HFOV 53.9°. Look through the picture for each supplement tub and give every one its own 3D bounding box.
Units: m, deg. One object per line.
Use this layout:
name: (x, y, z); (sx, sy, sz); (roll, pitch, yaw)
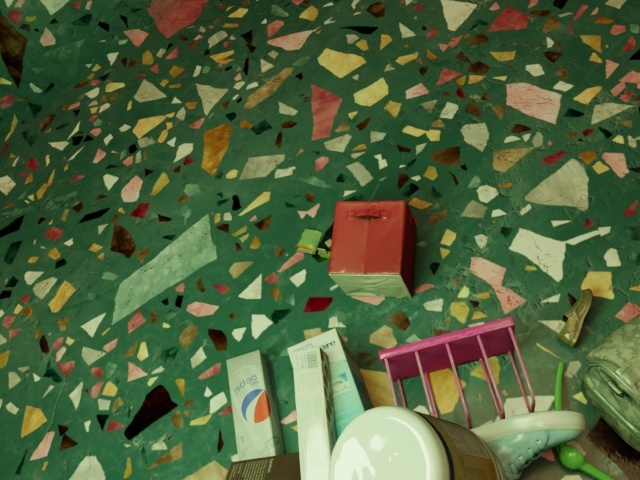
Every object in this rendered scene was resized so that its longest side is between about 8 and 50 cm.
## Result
supplement tub: (0.188, 0.435, 1.139); (0.228, 0.316, 0.229); (-18, 59, 32)

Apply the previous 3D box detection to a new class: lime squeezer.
lime squeezer: (0.537, 0.407, 1.322); (0.109, 0.059, 0.311); (-23, 56, 4)

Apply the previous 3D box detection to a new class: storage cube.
storage cube: (0.138, 0.026, 1.584); (0.183, 0.215, 0.193); (0, 68, 17)

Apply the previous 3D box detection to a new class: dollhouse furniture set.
dollhouse furniture set: (0.000, 0.000, 1.729); (0.151, 0.059, 0.076); (10, 64, 23)

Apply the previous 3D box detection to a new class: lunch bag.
lunch bag: (0.690, 0.240, 1.249); (0.305, 0.256, 0.213); (-35, 57, -4)

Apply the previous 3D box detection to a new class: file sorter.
file sorter: (0.301, 0.316, 1.367); (0.290, 0.202, 0.182); (-16, 60, 8)

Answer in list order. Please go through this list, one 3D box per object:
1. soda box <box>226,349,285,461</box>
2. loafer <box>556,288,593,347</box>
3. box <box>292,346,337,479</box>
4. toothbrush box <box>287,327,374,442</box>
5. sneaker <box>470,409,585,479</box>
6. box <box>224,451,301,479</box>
soda box: (-0.153, 0.418, 1.512); (0.091, 0.098, 0.287); (-18, 56, 7)
loafer: (0.584, 0.172, 1.443); (0.050, 0.056, 0.148); (20, 68, 20)
box: (-0.007, 0.375, 1.253); (0.067, 0.063, 0.324); (-15, 58, 13)
toothbrush box: (0.049, 0.379, 1.400); (0.126, 0.216, 0.296); (-24, 55, 4)
sneaker: (0.376, 0.456, 1.294); (0.365, 0.135, 0.150); (-25, 60, 25)
box: (-0.092, 0.570, 1.322); (0.203, 0.169, 0.167); (-12, 18, 10)
